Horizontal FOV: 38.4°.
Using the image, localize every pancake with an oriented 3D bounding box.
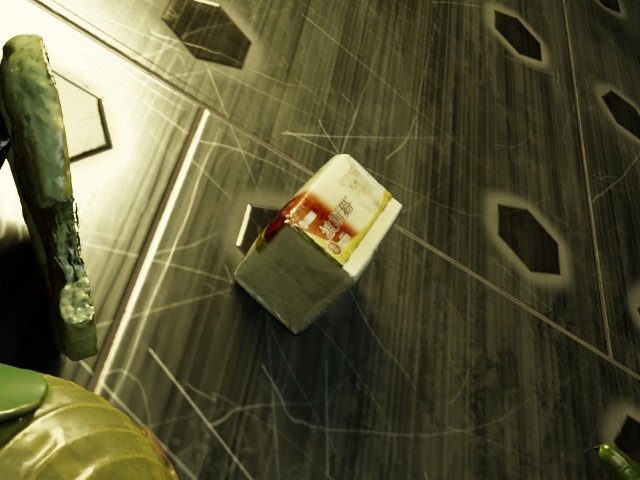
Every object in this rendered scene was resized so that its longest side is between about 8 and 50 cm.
[{"bbox_3d":[-0.203,-0.030,0.678,0.037,0.254,0.254,-13,62,-20],"label":"pancake"}]

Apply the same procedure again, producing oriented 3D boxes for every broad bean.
[{"bbox_3d":[0.384,0.295,1.050,0.195,0.046,0.061,31,28,-25],"label":"broad bean"}]

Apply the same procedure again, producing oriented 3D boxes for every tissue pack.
[{"bbox_3d":[-0.001,0.000,0.923,0.099,0.106,0.149,42,37,-4],"label":"tissue pack"}]

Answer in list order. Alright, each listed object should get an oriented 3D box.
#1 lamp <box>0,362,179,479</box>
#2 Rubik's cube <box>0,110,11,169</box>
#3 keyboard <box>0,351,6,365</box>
[{"bbox_3d":[-0.206,0.191,0.485,0.250,0.284,0.250,-1,90,-73],"label":"lamp"},{"bbox_3d":[-0.343,-0.075,0.617,0.182,0.187,0.184,-1,54,-42],"label":"Rubik's cube"},{"bbox_3d":[-0.323,0.106,0.604,0.250,0.017,0.087,-9,61,-47],"label":"keyboard"}]
